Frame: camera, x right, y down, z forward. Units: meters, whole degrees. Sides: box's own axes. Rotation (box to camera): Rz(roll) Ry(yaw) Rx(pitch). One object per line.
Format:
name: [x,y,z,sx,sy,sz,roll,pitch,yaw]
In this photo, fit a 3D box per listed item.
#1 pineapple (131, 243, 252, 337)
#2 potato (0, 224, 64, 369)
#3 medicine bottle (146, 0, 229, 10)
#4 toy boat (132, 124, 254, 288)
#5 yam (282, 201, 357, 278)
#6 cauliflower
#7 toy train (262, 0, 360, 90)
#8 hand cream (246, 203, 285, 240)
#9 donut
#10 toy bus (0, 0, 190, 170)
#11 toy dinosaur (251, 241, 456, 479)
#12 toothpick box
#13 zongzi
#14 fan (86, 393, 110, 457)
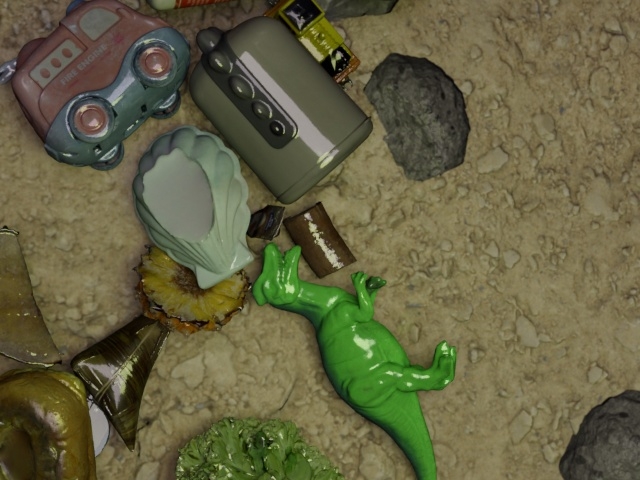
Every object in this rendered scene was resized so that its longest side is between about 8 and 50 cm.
pineapple: [-0.216,0.072,1.856,0.221,0.047,0.221,11,46,-12]
potato: [-0.523,0.113,1.783,0.138,0.098,0.243,-17,82,-33]
medicine bottle: [-0.187,-0.522,1.840,0.241,0.252,0.252,-11,89,-14]
toy boat: [-0.218,-0.067,1.828,0.199,0.100,0.290,-32,72,8]
yam: [-0.003,0.001,1.931,0.084,0.084,0.127,-31,92,-13]
cauliflower: [-0.092,0.412,1.797,0.275,0.250,0.272,-27,94,-18]
toy train: [-0.016,-0.351,1.930,0.089,0.127,0.219,-42,94,-11]
hand cream: [-0.098,-0.028,1.870,0.039,0.163,0.062,28,80,-15]
donut: [-0.466,0.337,1.758,0.209,0.128,0.261,-7,94,8]
toy bus: [-0.369,-0.273,1.821,0.232,0.197,0.294,45,80,4]
toy dinosaur: [0.042,0.273,1.901,0.375,0.144,0.499,10,101,4]
toothpick box: [-0.086,-0.234,1.855,0.229,0.229,0.316,-43,95,-12]
zongzi: [-0.292,0.225,1.843,0.187,0.084,0.184,-35,88,-19]
fan: [-0.398,0.290,1.860,0.113,0.005,0.175,25,81,-11]
